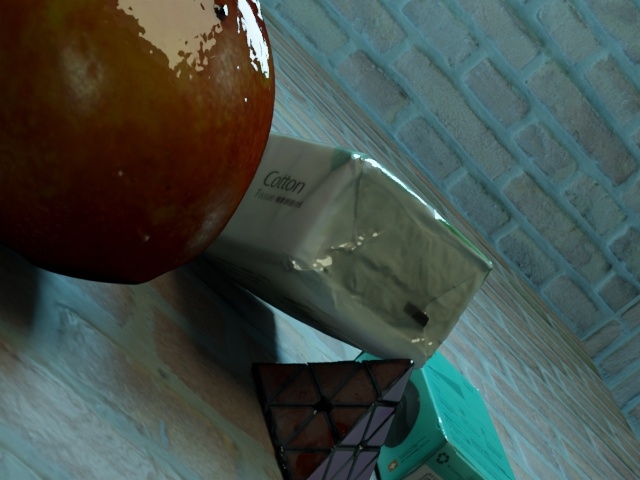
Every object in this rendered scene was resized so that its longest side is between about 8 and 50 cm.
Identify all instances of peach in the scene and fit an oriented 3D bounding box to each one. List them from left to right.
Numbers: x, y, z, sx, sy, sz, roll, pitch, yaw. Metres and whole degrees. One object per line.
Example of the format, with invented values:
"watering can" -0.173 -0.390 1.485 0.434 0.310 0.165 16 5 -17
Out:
"peach" -0.216 -0.142 1.157 0.388 0.388 0.388 46 14 -15

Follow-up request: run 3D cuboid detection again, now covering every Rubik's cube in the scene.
"Rubik's cube" 0.013 0.265 1.443 0.178 0.211 0.190 65 35 -36

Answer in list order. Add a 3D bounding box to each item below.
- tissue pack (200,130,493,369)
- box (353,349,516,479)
"tissue pack" 0.001 -0.001 1.528 0.266 0.194 0.356 39 -10 -33
"box" 0.165 0.280 1.726 0.205 0.118 0.311 46 14 -27
